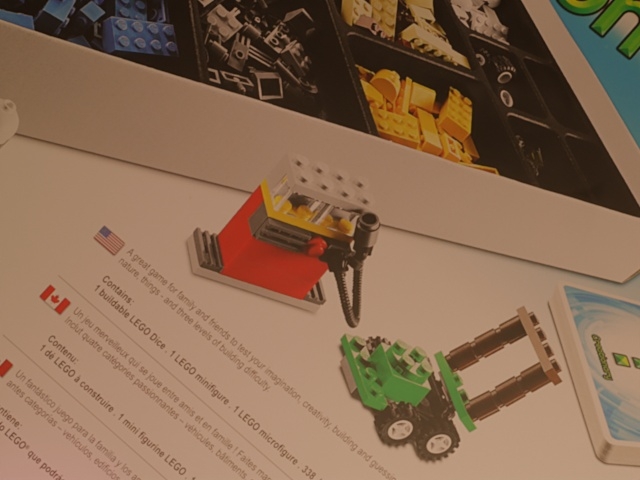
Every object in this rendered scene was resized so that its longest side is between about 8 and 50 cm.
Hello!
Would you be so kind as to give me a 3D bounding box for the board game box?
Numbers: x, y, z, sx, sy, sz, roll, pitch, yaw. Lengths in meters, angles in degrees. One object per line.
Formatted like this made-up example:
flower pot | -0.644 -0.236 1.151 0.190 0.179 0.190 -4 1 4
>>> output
board game box | 0.000 0.000 0.439 0.305 0.053 0.193 41 78 8
